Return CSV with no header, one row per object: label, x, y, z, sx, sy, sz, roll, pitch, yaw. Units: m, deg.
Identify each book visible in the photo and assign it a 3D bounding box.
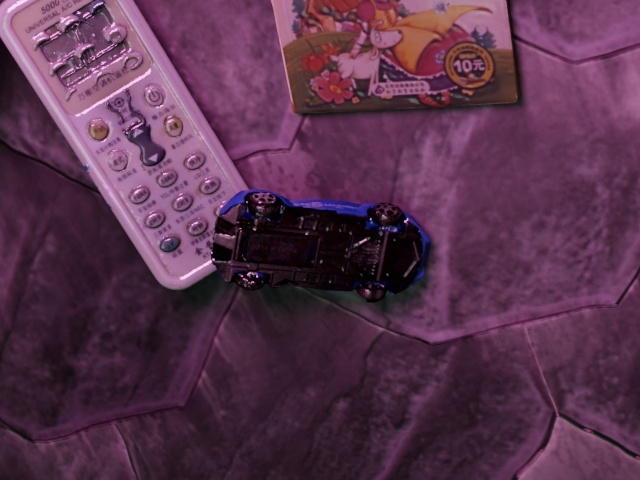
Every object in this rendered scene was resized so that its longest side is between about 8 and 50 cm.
book,0.053,-0.265,1.607,0.228,0.018,0.322,-2,118,19

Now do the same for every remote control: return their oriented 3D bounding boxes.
remote control,-0.182,-0.115,1.734,0.128,0.065,0.335,-31,108,0

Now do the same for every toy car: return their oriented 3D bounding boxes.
toy car,0.000,0.000,1.738,0.216,0.063,0.103,5,119,-11
